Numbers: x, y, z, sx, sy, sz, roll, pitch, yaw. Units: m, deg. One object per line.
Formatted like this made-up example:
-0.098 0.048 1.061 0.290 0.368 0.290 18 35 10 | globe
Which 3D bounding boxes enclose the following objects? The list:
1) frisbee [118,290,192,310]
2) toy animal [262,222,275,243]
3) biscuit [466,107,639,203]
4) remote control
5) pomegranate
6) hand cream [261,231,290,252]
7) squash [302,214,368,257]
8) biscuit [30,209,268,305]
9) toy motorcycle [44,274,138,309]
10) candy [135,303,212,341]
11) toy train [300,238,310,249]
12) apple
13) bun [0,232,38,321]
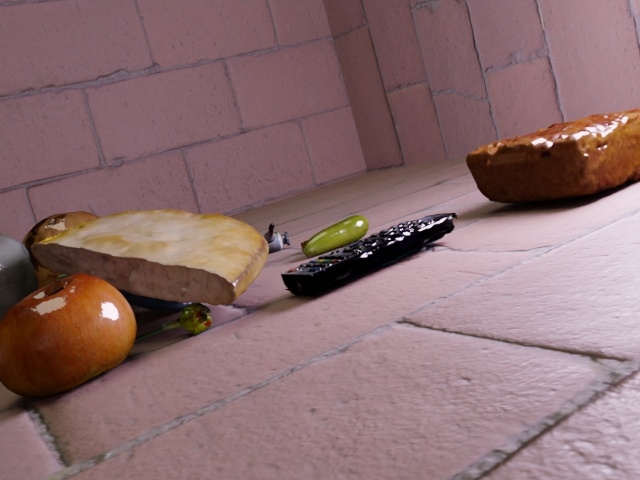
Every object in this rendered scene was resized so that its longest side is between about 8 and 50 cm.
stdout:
-0.377 0.049 1.621 0.290 0.049 0.289 17 32 -11 | frisbee
-0.245 0.026 1.929 0.324 0.090 0.195 -9 -18 14 | toy animal
0.597 -0.198 1.695 0.395 0.166 0.343 -19 7 -32 | biscuit
0.108 0.026 1.453 0.399 0.062 0.145 -22 9 -31 | remote control
-0.815 0.046 2.306 0.322 0.322 0.322 -15 8 2 | pomegranate
-0.215 0.026 2.059 0.256 0.055 0.088 -16 -34 -4 | hand cream
0.040 -0.009 1.826 0.201 0.066 0.066 -26 12 -24 | squash
-0.328 0.022 1.481 0.430 0.103 0.446 6 15 7 | biscuit
-0.495 0.097 1.722 0.237 0.168 0.410 -8 11 35 | toy motorcycle
-0.288 0.166 1.331 0.194 0.058 0.062 -21 -35 22 | candy
0.000 0.000 1.913 0.064 0.044 0.103 -22 2 38 | toy train
-0.434 0.156 1.192 0.210 0.173 0.235 -12 10 25 | apple
-0.753 0.139 1.525 0.211 0.361 0.362 32 -25 -35 | bun
